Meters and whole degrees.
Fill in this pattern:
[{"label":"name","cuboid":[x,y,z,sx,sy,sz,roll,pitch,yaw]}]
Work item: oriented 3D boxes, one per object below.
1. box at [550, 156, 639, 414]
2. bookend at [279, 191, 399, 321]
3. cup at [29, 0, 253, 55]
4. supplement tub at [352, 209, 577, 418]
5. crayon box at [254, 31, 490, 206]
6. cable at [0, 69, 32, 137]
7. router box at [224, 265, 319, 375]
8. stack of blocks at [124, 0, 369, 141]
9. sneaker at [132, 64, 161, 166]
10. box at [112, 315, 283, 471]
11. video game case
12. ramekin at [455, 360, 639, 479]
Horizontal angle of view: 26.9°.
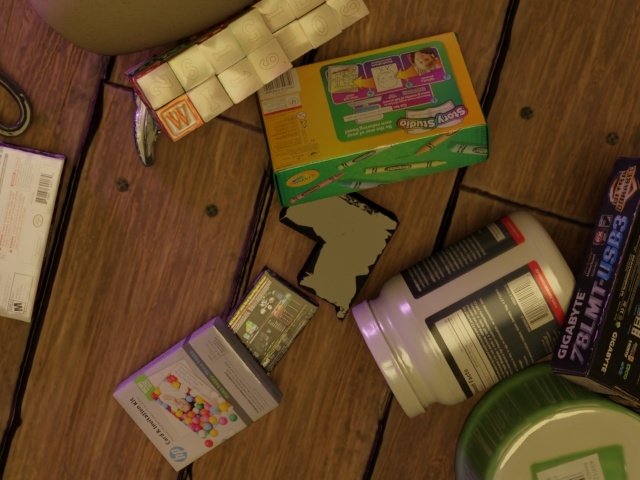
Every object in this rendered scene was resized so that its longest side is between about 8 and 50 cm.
[{"label":"box","cuboid":[0.454,0.081,1.740,0.293,0.073,0.296,26,78,-36]},{"label":"bookend","cuboid":[0.000,0.000,1.805,0.156,0.072,0.157,28,99,-7]},{"label":"cup","cuboid":[-0.230,-0.363,1.631,0.331,0.331,0.237,42,122,-9]},{"label":"supplement tub","cuboid":[0.199,0.099,1.774,0.272,0.191,0.191,-28,101,3]},{"label":"crayon box","cuboid":[0.064,-0.157,1.729,0.278,0.165,0.081,-13,146,-1]},{"label":"cable","cuboid":[-0.485,-0.259,1.756,0.287,0.072,0.139,38,79,-21]},{"label":"router box","cuboid":[-0.074,0.110,1.839,0.092,0.038,0.122,36,97,-8]},{"label":"stack of blocks","cuboid":[-0.091,-0.245,1.681,0.297,0.171,0.087,-32,105,-6]},{"label":"sneaker","cuboid":[-0.219,-0.164,1.776,0.058,0.052,0.135,-1,103,-10]},{"label":"box","cuboid":[-0.168,0.211,1.833,0.186,0.038,0.145,-34,101,19]},{"label":"video game case","cuboid":[-0.465,-0.024,1.792,0.210,0.042,0.232,12,100,-5]},{"label":"ramekin","cuboid":[0.346,0.330,1.846,0.303,0.148,0.304,-1,101,-3]}]
